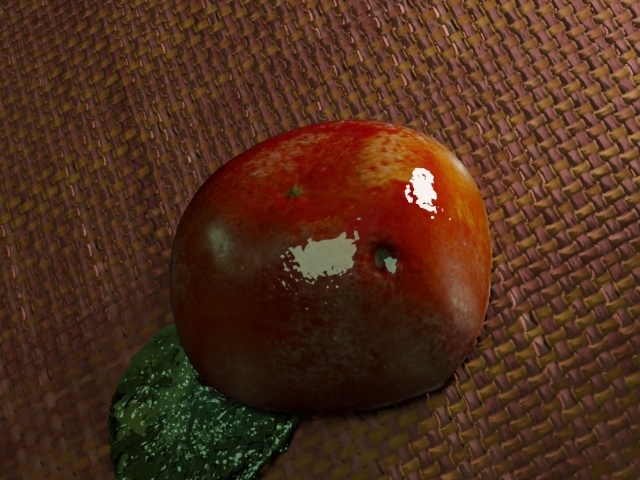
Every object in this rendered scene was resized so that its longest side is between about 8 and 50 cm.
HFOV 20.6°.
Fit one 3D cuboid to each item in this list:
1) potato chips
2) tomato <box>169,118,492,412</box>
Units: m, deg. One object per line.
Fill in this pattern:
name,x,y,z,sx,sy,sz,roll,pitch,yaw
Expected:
potato chips,-0.125,0.166,1.734,0.202,0.029,0.220,-35,50,5
tomato,-0.004,-0.001,1.685,0.338,0.143,0.338,-10,55,14
